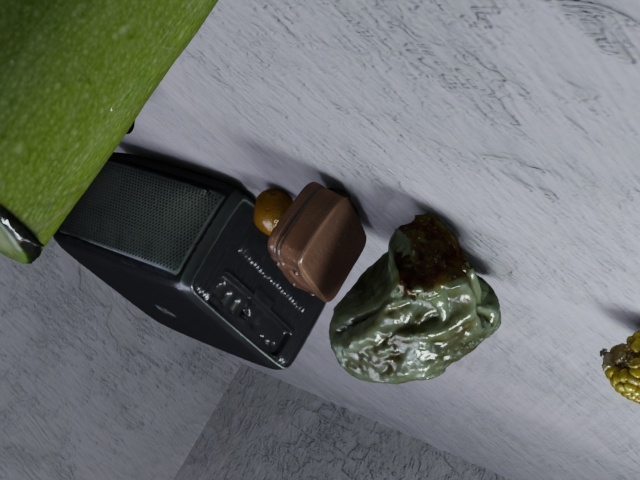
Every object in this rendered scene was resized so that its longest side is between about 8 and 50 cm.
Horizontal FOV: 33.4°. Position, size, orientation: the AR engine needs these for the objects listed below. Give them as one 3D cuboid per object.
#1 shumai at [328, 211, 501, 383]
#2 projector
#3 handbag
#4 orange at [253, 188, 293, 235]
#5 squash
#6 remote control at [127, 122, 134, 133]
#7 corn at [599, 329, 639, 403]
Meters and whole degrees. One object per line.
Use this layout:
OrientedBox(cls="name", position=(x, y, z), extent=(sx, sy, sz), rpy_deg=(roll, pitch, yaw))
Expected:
OrientedBox(cls="shumai", position=(0.113, 0.073, 1.547), extent=(0.261, 0.225, 0.222), rpy_deg=(-21, 128, 21))
OrientedBox(cls="projector", position=(-0.237, 0.036, 2.064), extent=(0.405, 0.242, 0.395), rpy_deg=(17, 159, 38))
OrientedBox(cls="handbag", position=(0.000, 0.000, 1.630), extent=(0.072, 0.151, 0.193), rpy_deg=(27, 168, 26))
OrientedBox(cls="orange", position=(-0.078, -0.047, 1.786), extent=(0.085, 0.085, 0.085), rpy_deg=(28, 166, 8))
OrientedBox(cls="squash", position=(-0.255, -0.205, 0.945), extent=(0.263, 0.384, 0.263), rpy_deg=(29, 164, 9))
OrientedBox(cls="remote control", position=(-0.439, -0.300, 1.608), extent=(0.399, 0.062, 0.144), rpy_deg=(36, -175, -15))
OrientedBox(cls="corn", position=(0.525, 0.220, 1.445), extent=(0.313, 0.102, 0.102), rpy_deg=(29, 167, -12))
